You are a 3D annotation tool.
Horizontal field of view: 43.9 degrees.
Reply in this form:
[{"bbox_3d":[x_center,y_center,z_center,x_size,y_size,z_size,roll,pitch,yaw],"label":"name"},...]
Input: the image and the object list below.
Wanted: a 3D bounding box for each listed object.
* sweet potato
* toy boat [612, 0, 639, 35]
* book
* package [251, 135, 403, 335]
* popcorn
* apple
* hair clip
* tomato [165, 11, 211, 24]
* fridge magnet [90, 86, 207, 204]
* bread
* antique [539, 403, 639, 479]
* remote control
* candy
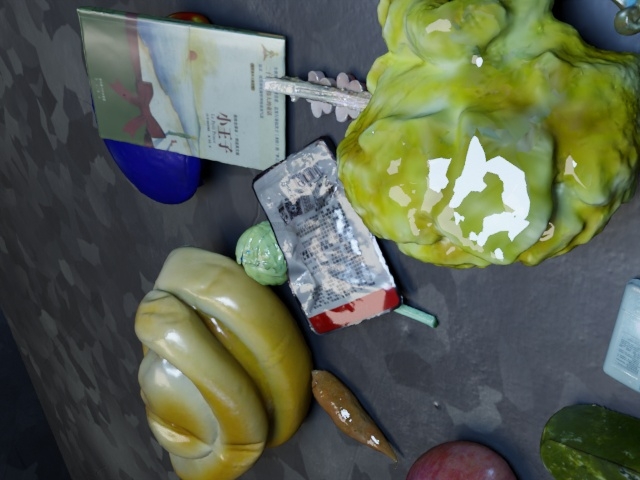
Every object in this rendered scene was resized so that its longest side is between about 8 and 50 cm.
[{"bbox_3d":[0.050,0.274,1.221,0.195,0.056,0.056,47,145,14],"label":"sweet potato"},{"bbox_3d":[0.182,-0.227,0.585,0.185,0.077,0.075,28,178,-19],"label":"toy boat"},{"bbox_3d":[-0.182,-0.201,1.067,0.289,0.026,0.201,11,128,12],"label":"book"},{"bbox_3d":[0.000,0.000,1.042,0.154,0.030,0.239,-25,84,36],"label":"package"},{"bbox_3d":[0.143,-0.102,0.673,0.276,0.276,0.225,57,-177,5],"label":"popcorn"},{"bbox_3d":[0.187,0.329,1.020,0.153,0.120,0.153,29,137,30],"label":"apple"},{"bbox_3d":[0.024,-0.167,0.927,0.213,0.056,0.062,17,112,36],"label":"hair clip"},{"bbox_3d":[-0.184,-0.270,1.092,0.087,0.087,0.075,53,-172,11],"label":"tomato"},{"bbox_3d":[-0.264,-0.182,1.234,0.265,0.112,0.265,32,138,34],"label":"fridge magnet"},{"bbox_3d":[-0.190,0.206,1.310,0.329,0.245,0.424,39,146,31],"label":"bread"},{"bbox_3d":[0.328,0.236,0.798,0.221,0.081,0.080,12,122,49],"label":"antique"},{"bbox_3d":[0.308,0.095,0.771,0.053,0.018,0.124,32,137,38],"label":"remote control"},{"bbox_3d":[0.016,0.056,1.093,0.335,0.092,0.093,22,94,33],"label":"candy"}]
